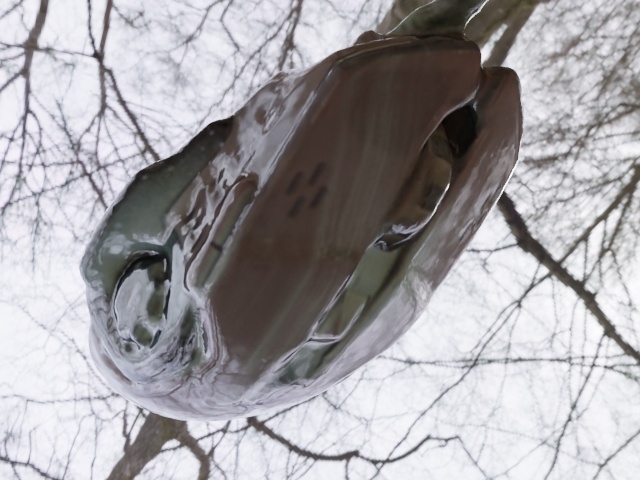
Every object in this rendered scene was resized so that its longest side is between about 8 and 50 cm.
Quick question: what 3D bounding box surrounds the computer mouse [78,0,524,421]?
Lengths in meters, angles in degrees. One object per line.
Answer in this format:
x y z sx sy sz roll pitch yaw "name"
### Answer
0.001 0.006 0.456 0.199 0.389 0.115 14 -139 -44 "computer mouse"
